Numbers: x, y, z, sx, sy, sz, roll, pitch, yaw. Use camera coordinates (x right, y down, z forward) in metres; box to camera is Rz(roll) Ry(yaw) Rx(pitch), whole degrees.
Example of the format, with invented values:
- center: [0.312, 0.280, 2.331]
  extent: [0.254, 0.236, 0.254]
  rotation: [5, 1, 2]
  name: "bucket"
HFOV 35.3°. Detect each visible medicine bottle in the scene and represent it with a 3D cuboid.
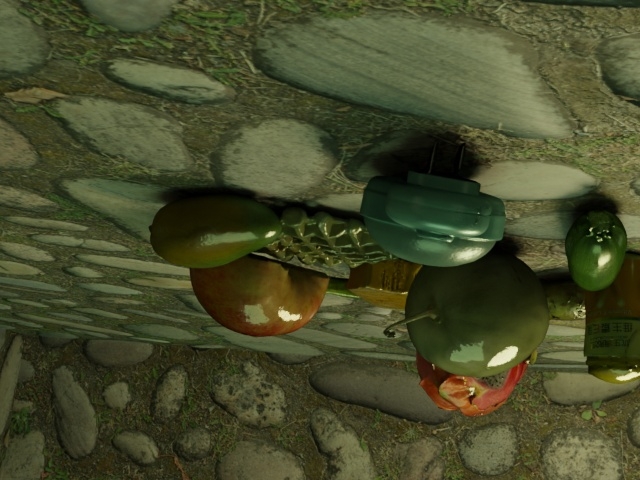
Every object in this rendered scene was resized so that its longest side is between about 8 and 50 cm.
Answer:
- center: [0.552, 0.147, 1.876]
  extent: [0.124, 0.239, 0.124]
  rotation: [4, 164, 1]
  name: "medicine bottle"

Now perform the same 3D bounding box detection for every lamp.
- center: [0.162, -0.039, 1.432]
  extent: [0.209, 0.147, 0.284]
  rotation: [8, 166, 1]
  name: "lamp"

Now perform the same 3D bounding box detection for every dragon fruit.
- center: [0.375, 0.286, 2.444]
  extent: [0.290, 0.290, 0.189]
  rotation: [13, 171, -29]
  name: "dragon fruit"

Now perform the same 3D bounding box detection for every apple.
- center: [-0.138, 0.106, 2.023]
  extent: [0.251, 0.163, 0.293]
  rotation: [15, 178, 39]
  name: "apple"

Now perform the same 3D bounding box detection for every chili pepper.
- center: [0.087, 0.113, 2.361]
  extent: [0.202, 0.050, 0.052]
  rotation: [3, -156, 2]
  name: "chili pepper"

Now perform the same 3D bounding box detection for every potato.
- center: [0.503, 0.125, 2.135]
  extent: [0.117, 0.090, 0.225]
  rotation: [5, 175, -25]
  name: "potato"

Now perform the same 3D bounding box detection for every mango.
- center: [-0.186, -0.015, 1.747]
  extent: [0.251, 0.114, 0.156]
  rotation: [-5, 145, 38]
  name: "mango"

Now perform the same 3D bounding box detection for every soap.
- center: [0.151, 0.089, 2.144]
  extent: [0.160, 0.080, 0.257]
  rotation: [0, 166, 22]
  name: "soap"

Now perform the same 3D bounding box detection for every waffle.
- center: [0.000, 0.000, 1.875]
  extent: [0.309, 0.056, 0.292]
  rotation: [16, 164, -33]
  name: "waffle"

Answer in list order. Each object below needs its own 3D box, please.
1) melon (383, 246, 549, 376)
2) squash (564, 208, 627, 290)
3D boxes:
- center: [0.295, 0.132, 1.899]
  extent: [0.272, 0.272, 0.308]
  rotation: [0, -177, 22]
  name: "melon"
- center: [0.458, 0.019, 1.679]
  extent: [0.101, 0.101, 0.378]
  rotation: [3, 166, 13]
  name: "squash"
